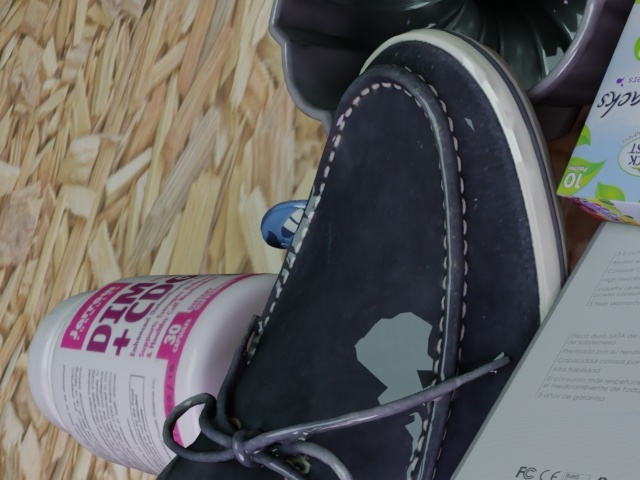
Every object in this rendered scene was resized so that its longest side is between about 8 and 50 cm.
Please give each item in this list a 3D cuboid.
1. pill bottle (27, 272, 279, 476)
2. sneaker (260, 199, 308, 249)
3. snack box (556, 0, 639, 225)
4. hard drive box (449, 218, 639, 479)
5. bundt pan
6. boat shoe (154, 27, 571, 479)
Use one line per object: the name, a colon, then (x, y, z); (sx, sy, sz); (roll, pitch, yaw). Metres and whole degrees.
pill bottle: (-0.114, 0.107, 0.735); (0.283, 0.160, 0.161); (-4, 72, 49)
sneaker: (0.000, 0.000, 0.732); (0.144, 0.053, 0.059); (-6, 73, 50)
snack box: (0.176, -0.075, 0.416); (0.100, 0.037, 0.141); (14, 80, 63)
hard drive box: (0.180, 0.064, 0.374); (0.181, 0.089, 0.232); (-6, 37, 49)
bundt pan: (0.109, -0.205, 0.606); (0.330, 0.124, 0.331); (-8, 80, 49)
boat shoe: (0.002, 0.130, 0.493); (0.186, 0.156, 0.501); (20, 98, 52)
